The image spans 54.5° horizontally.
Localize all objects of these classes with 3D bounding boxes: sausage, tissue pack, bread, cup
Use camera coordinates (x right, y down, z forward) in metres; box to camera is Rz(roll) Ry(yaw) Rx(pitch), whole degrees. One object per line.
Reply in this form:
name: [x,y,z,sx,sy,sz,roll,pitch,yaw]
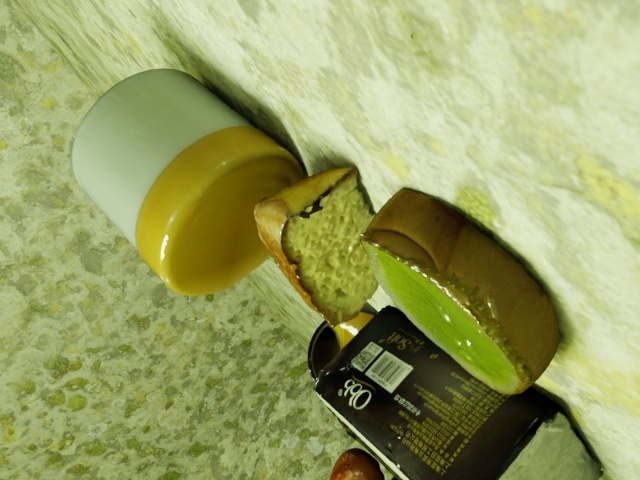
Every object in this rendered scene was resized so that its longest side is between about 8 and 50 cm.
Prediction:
sausage: [0.058,0.380,0.982,0.089,0.089,0.179,44,-178,9]
tissue pack: [0.167,0.262,0.894,0.198,0.210,0.370,48,170,-32]
bread: [-0.007,-0.008,0.784,0.134,0.129,0.260,40,165,33]
bread: [0.136,0.056,0.632,0.236,0.070,0.236,44,170,10]
cup: [0.073,0.277,1.267,0.256,0.179,0.254,98,154,-78]

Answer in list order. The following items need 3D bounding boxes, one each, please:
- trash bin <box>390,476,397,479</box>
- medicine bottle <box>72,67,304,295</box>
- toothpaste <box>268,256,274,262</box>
trash bin: [0.225,0.429,1.029,0.252,0.301,0.203,40,167,12]
medicine bottle: [-0.180,-0.082,0.860,0.232,0.238,0.238,42,168,27]
toothpaste: [-0.056,0.046,1.350,0.058,0.055,0.314,2,-163,-40]
